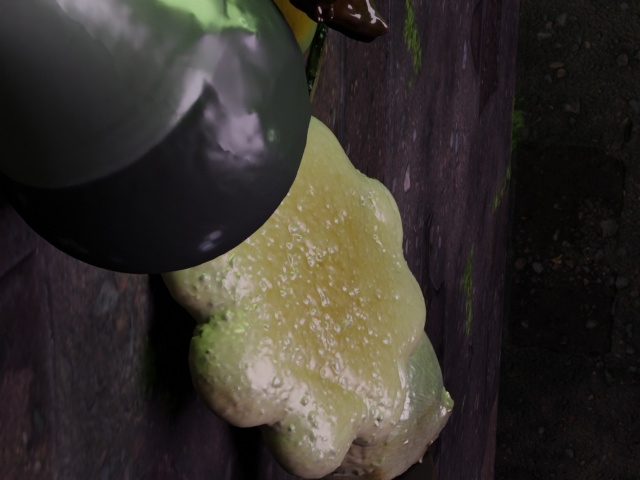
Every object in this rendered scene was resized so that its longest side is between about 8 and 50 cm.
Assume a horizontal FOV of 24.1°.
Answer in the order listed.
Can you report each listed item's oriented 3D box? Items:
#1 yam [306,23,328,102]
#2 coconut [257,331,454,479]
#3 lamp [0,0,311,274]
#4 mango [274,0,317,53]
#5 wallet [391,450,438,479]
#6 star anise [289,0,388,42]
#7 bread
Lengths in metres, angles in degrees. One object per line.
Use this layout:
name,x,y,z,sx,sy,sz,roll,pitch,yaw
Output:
yam,-0.005,-0.177,1.498,0.014,0.014,0.107,71,28,-59
coconut,0.029,0.143,1.400,0.194,0.194,0.194,6,90,-76
lamp,-0.116,-0.119,0.781,0.314,0.182,0.182,66,30,-41
mango,-0.037,-0.219,1.194,0.195,0.092,0.130,86,15,-50
wallet,0.098,0.371,1.424,0.165,0.042,0.309,-29,108,-53
star anise,-0.058,-0.223,0.868,0.088,0.288,0.288,-40,167,7
bread,-0.010,0.035,1.220,0.316,0.054,0.316,24,59,-47
